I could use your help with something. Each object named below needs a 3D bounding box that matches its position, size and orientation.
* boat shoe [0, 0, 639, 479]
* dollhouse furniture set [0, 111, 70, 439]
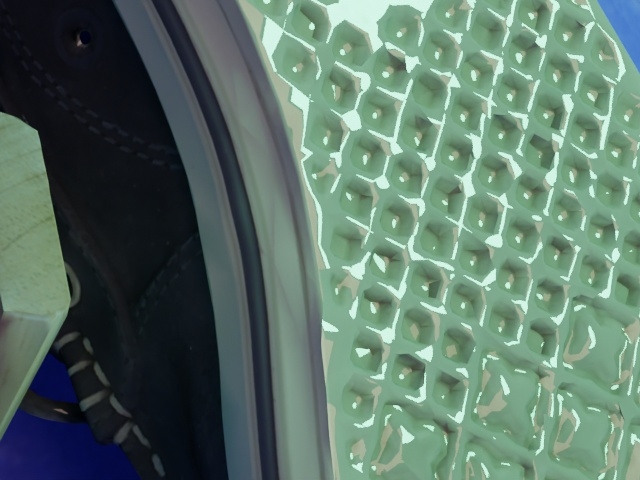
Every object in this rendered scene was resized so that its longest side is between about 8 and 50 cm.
[{"bbox_3d":[0.000,0.000,0.475,0.187,0.156,0.500,-22,88,-35],"label":"boat shoe"},{"bbox_3d":[-0.170,0.150,0.245,0.256,0.362,0.394,9,42,-29],"label":"dollhouse furniture set"}]
